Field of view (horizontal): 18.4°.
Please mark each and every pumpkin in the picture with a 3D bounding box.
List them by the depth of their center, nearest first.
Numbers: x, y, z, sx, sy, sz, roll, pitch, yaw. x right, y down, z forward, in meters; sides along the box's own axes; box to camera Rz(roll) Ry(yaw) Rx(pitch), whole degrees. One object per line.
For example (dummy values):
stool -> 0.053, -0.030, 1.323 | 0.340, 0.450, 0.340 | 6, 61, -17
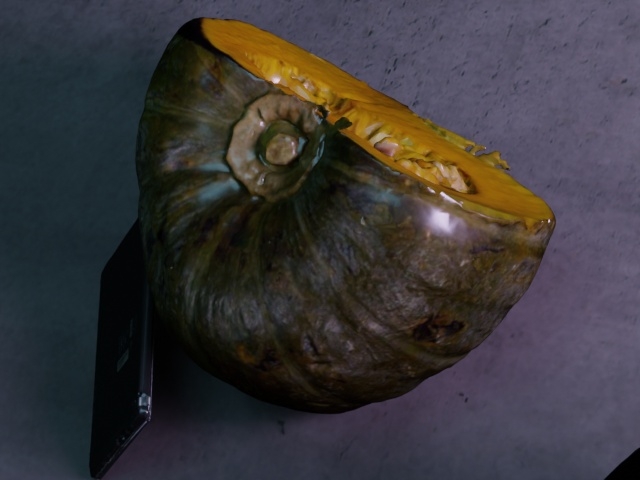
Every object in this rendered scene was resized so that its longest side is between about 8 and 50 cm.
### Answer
pumpkin -> 0.000, 0.000, 1.404 | 0.325, 0.242, 0.232 | 41, 114, 40

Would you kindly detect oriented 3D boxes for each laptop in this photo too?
laptop -> -0.146, 0.074, 1.471 | 0.016, 0.129, 0.180 | 12, 58, -20

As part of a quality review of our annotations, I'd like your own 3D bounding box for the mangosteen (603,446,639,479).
mangosteen -> 0.288, 0.250, 1.010 | 0.382, 0.435, 0.382 | -2, 81, 10
